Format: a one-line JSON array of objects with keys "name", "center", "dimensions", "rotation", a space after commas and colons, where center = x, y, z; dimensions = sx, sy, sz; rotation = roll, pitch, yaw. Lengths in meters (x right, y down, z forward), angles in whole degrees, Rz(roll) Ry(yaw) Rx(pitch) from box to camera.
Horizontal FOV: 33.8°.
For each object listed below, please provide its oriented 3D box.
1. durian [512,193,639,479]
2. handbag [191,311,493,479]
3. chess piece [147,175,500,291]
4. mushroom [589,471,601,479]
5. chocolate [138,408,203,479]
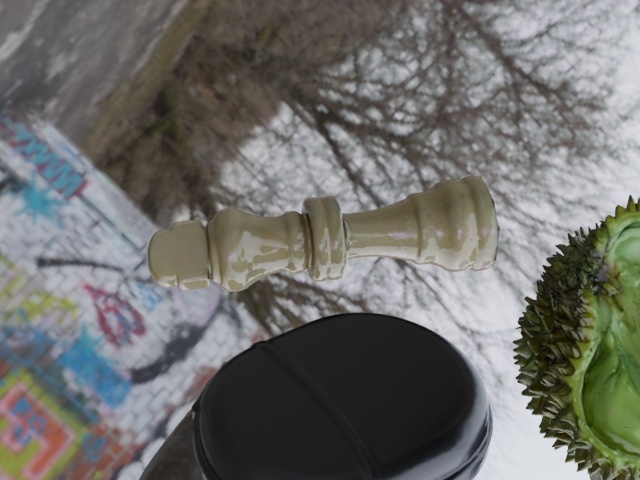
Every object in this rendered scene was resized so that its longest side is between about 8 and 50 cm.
[{"name": "durian", "center": [0.266, 0.091, 0.890], "dimensions": [0.176, 0.200, 0.237], "rotation": [143, -41, -77]}, {"name": "handbag", "center": [0.022, 0.175, 1.041], "dimensions": [0.308, 0.254, 0.093], "rotation": [-19, 133, -31]}, {"name": "chess piece", "center": [0.000, 0.000, 1.215], "dimensions": [0.396, 0.117, 0.117], "rotation": [-6, -173, -9]}, {"name": "mushroom", "center": [0.488, 0.333, 1.317], "dimensions": [0.260, 0.352, 0.352], "rotation": [-40, -170, -10]}, {"name": "chocolate", "center": [-0.123, 0.255, 1.264], "dimensions": [0.156, 0.080, 0.254], "rotation": [17, -130, 25]}]
